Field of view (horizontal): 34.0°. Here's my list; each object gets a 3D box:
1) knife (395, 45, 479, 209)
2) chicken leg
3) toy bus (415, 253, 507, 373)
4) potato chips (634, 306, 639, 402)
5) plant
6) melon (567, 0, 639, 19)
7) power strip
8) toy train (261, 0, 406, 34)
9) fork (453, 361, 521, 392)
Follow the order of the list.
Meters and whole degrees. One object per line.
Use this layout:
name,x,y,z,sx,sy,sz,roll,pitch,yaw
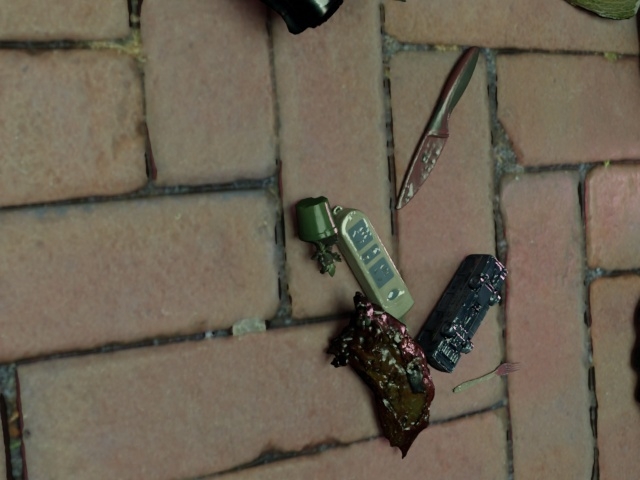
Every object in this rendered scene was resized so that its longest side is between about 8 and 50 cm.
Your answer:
knife,0.154,-0.146,1.368,0.035,0.018,0.247,32,78,-32
chicken leg,0.084,0.164,1.306,0.105,0.063,0.234,-32,114,3
toy bus,0.182,0.093,1.366,0.047,0.065,0.166,44,68,-26
potato chips,0.639,0.128,1.654,0.429,0.070,0.358,-44,117,-21
plant,0.000,0.000,1.257,0.051,0.051,0.102,-26,111,-29
melon,0.398,-0.394,1.457,0.202,0.139,0.093,19,60,-29
power strip,0.067,0.037,1.311,0.047,0.030,0.191,-39,111,-24
toy train,-0.061,-0.389,1.132,0.249,0.178,0.429,-49,115,-10
fork,0.227,0.187,1.432,0.115,0.012,0.016,-17,98,-25
